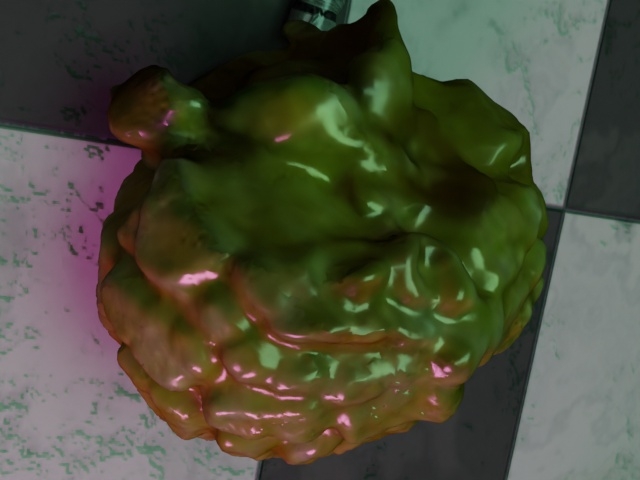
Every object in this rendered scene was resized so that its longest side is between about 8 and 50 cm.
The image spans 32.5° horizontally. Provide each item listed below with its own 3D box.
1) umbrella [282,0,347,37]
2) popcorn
[{"bbox_3d":[0.017,-0.213,0.690,0.050,0.046,0.188,18,96,-33],"label":"umbrella"},{"bbox_3d":[0.000,0.000,0.625,0.270,0.224,0.258,18,65,-21],"label":"popcorn"}]
